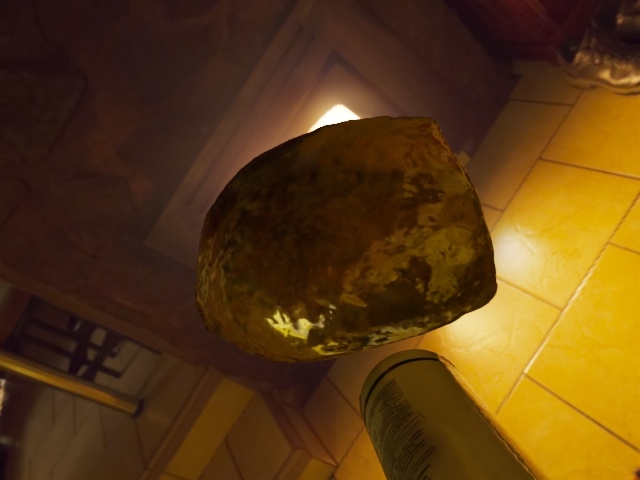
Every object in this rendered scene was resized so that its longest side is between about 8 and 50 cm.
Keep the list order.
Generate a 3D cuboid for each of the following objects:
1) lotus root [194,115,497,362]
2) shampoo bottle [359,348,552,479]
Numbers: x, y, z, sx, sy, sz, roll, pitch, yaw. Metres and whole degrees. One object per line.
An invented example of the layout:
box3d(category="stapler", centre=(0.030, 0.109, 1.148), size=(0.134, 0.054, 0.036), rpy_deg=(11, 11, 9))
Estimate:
box3d(category="lotus root", centre=(-0.002, -0.005, 0.585), size=(0.314, 0.142, 0.210), rpy_deg=(-15, 43, 17))
box3d(category="shampoo bottle", centre=(0.088, 0.148, 0.350), size=(0.085, 0.085, 0.262), rpy_deg=(-55, 12, 5))
